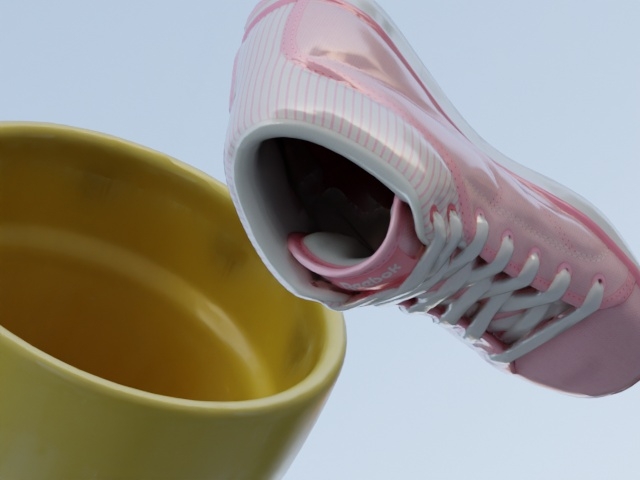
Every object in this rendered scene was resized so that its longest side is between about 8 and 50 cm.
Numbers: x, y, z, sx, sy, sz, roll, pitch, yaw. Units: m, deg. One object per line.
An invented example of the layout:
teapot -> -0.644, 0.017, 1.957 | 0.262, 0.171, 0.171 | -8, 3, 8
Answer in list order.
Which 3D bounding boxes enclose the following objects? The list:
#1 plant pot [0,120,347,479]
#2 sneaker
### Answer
plant pot -> -0.146, 0.099, 0.949 | 0.254, 0.254, 0.239 | 1, -53, -42
sneaker -> 0.027, 0.005, 0.397 | 0.051, 0.070, 0.134 | -35, -69, 28
